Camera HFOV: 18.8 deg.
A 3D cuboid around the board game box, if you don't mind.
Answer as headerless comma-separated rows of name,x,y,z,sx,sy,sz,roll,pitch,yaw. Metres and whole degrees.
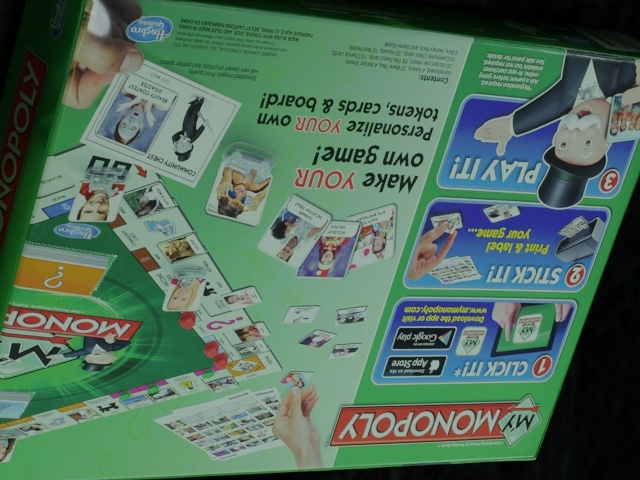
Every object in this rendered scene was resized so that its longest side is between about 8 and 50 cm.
board game box,0.000,0.000,0.836,0.317,0.046,0.214,3,115,-38
